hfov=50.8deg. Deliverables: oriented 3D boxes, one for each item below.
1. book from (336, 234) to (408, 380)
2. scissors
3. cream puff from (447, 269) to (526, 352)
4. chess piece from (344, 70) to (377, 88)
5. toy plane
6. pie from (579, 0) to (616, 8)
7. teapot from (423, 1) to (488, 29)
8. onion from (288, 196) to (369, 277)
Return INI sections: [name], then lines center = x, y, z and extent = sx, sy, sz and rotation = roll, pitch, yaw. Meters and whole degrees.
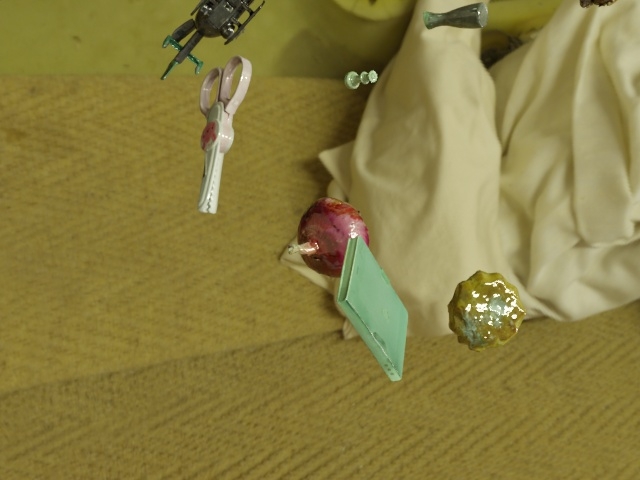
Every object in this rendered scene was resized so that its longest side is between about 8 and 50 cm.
[book]
center = 0.059, 0.071, 0.729
extent = 0.017, 0.135, 0.103
rotation = -16, 37, 25
[scissors]
center = -0.152, -0.156, 1.003
extent = 0.030, 0.118, 0.242
rotation = 19, 68, -39
[cream puff]
center = 0.290, 0.129, 1.217
extent = 0.146, 0.116, 0.146
rotation = 1, 85, -7
[chess piece]
center = 0.102, -0.391, 1.631
extent = 0.042, 0.093, 0.042
rotation = -5, 97, -39
[toy plane]
center = -0.222, -0.467, 1.413
extent = 0.106, 0.381, 0.155
rotation = 36, 26, -24
[pie]
center = 0.468, -0.428, 1.103
extent = 0.034, 0.092, 0.170
rotation = 40, 55, -20
[teapot]
center = 0.233, -0.387, 1.173
extent = 0.110, 0.043, 0.043
rotation = 8, 45, 36
[onion]
center = 0.000, 0.000, 1.182
extent = 0.140, 0.150, 0.150
rotation = -7, 58, -47
